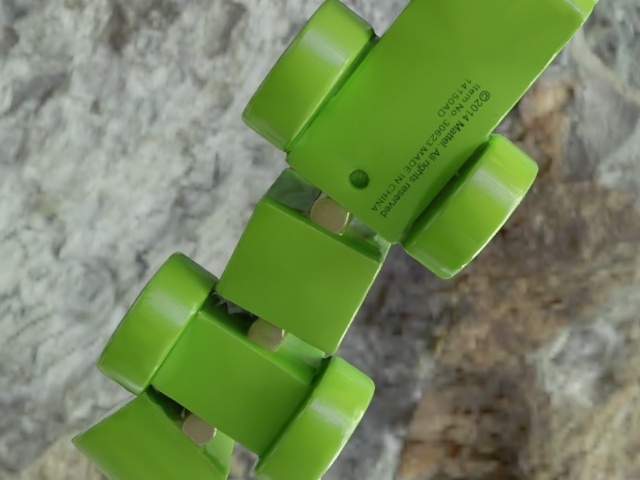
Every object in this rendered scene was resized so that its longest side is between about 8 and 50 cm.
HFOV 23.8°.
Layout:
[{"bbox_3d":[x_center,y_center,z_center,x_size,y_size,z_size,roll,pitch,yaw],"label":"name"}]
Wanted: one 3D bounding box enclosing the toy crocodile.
[{"bbox_3d":[0.000,0.000,0.675,0.115,0.105,0.340,33,-69,-2],"label":"toy crocodile"}]
